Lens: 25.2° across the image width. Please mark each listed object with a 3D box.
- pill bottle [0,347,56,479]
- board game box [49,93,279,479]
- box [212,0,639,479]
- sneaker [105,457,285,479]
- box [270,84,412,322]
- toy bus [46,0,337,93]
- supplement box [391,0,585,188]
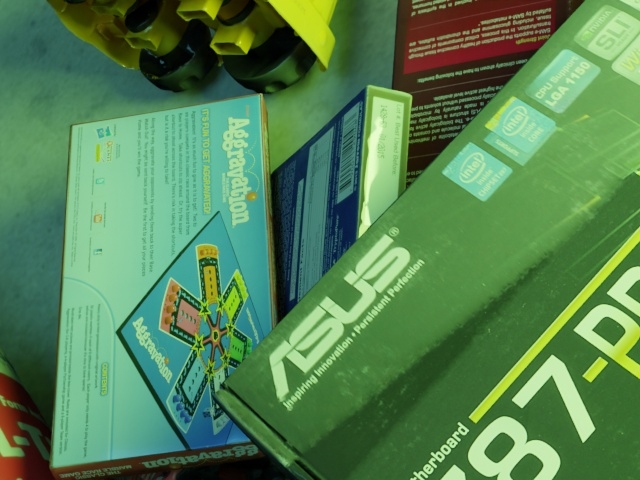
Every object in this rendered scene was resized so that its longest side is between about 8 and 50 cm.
[{"bbox_3d":[-0.293,0.188,1.011,0.229,0.229,0.408,-49,54,12],"label":"pill bottle"},{"bbox_3d":[-0.101,0.023,0.955,0.145,0.027,0.281,-9,53,7],"label":"board game box"},{"bbox_3d":[0.193,0.041,0.700,0.395,0.097,0.318,-45,57,-9],"label":"box"},{"bbox_3d":[-0.109,0.139,0.972,0.135,0.097,0.276,-38,51,22],"label":"sneaker"},{"bbox_3d":[0.000,0.000,0.934,0.225,0.036,0.137,148,129,-66],"label":"box"},{"bbox_3d":[-0.078,-0.232,1.058,0.220,0.149,0.212,3,64,39],"label":"toy bus"},{"bbox_3d":[0.117,-0.111,0.911,0.130,0.073,0.240,-6,71,35],"label":"supplement box"}]
